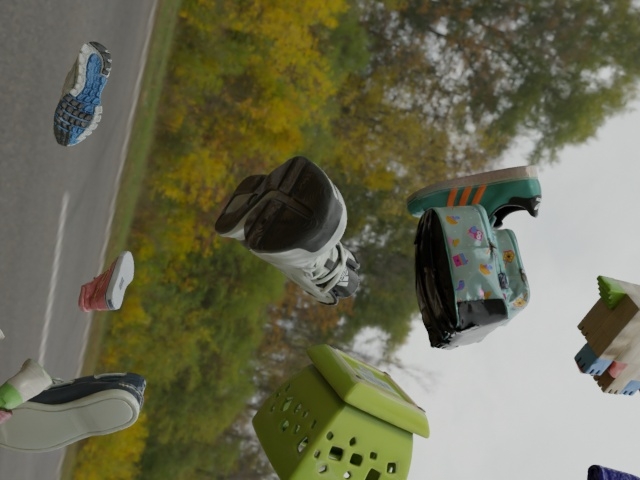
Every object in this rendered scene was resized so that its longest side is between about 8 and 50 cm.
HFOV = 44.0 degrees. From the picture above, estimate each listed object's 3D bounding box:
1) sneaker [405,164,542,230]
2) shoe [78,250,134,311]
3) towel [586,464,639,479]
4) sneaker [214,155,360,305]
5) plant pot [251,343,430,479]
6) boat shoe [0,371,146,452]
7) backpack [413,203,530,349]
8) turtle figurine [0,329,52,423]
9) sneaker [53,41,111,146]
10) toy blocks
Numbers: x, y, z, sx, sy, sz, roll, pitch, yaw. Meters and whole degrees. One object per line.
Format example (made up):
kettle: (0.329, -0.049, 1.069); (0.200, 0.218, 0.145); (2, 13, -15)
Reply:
sneaker: (0.329, -0.075, 1.726); (0.108, 0.302, 0.121); (6, 74, -60)
shoe: (-0.452, 0.085, 1.675); (0.178, 0.081, 0.063); (-87, 167, -55)
towel: (0.697, 0.586, 1.602); (0.076, 0.308, 0.228); (107, -1, -45)
sneaker: (0.000, -0.001, 1.335); (0.169, 0.257, 0.447); (-59, -161, -8)
plant pot: (0.044, 0.327, 1.401); (0.207, 0.228, 0.227); (-58, -154, 4)
boat shoe: (-0.386, 0.250, 1.195); (0.079, 0.254, 0.095); (-83, 153, -62)
backpack: (0.204, 0.042, 1.118); (0.166, 0.144, 0.188); (99, -23, -68)
turtle figurine: (-0.483, 0.239, 0.993); (0.266, 0.198, 0.275); (-47, 151, -29)
sneaker: (-0.407, -0.237, 1.335); (0.083, 0.071, 0.191); (-19, -129, 51)
toy blocks: (0.701, 0.235, 1.761); (0.261, 0.381, 0.191); (-61, -148, 29)
